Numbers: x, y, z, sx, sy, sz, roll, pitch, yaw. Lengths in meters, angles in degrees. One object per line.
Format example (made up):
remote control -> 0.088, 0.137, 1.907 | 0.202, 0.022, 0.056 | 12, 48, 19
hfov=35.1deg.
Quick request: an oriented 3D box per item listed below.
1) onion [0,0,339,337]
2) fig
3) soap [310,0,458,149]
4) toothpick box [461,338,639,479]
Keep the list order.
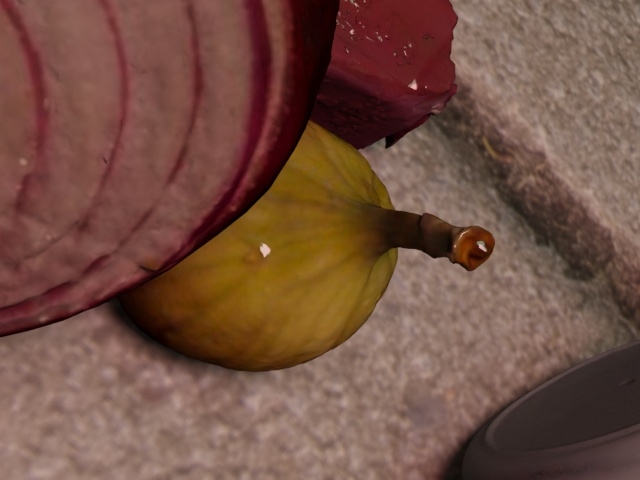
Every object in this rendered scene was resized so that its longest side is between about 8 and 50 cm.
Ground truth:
onion -> -0.165, -0.128, 0.434 | 0.336, 0.282, 0.260 | -11, 35, 0
fig -> -0.005, 0.013, 0.543 | 0.160, 0.230, 0.143 | -21, 127, -42
soap -> -0.032, -0.178, 0.644 | 0.289, 0.112, 0.182 | 49, 57, -12
toothpick box -> 0.260, 0.247, 0.608 | 0.263, 0.263, 0.355 | -25, 91, -37
